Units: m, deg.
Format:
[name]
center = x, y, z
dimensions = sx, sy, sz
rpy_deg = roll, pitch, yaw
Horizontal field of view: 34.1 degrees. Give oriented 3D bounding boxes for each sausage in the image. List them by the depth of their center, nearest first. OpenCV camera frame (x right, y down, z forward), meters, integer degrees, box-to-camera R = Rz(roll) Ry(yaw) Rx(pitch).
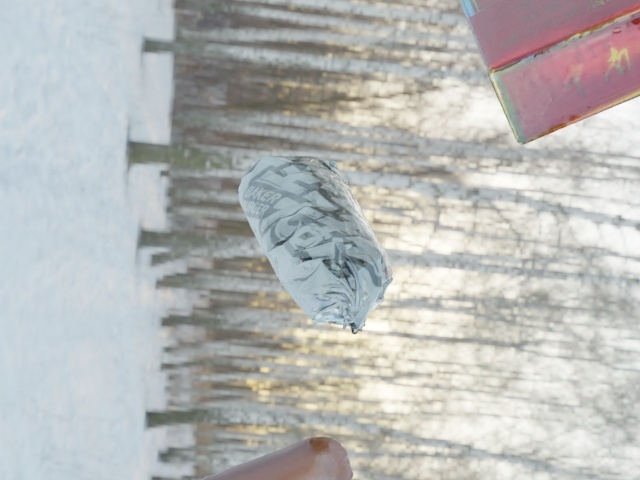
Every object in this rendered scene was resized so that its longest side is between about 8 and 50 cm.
[sausage]
center = -0.058, 0.277, 1.164
dimensions = 0.077, 0.194, 0.077
rpy_deg = 159, -90, -87

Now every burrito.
[burrito]
center = 0.000, 0.000, 1.197
dimensions = 0.445, 0.139, 0.101
rpy_deg = -122, -149, -64

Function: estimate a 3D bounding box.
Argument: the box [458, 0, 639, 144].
[box]
center = 0.233, -0.232, 0.976
dimensions = 0.089, 0.197, 0.313
rpy_deg = 59, 14, -31
